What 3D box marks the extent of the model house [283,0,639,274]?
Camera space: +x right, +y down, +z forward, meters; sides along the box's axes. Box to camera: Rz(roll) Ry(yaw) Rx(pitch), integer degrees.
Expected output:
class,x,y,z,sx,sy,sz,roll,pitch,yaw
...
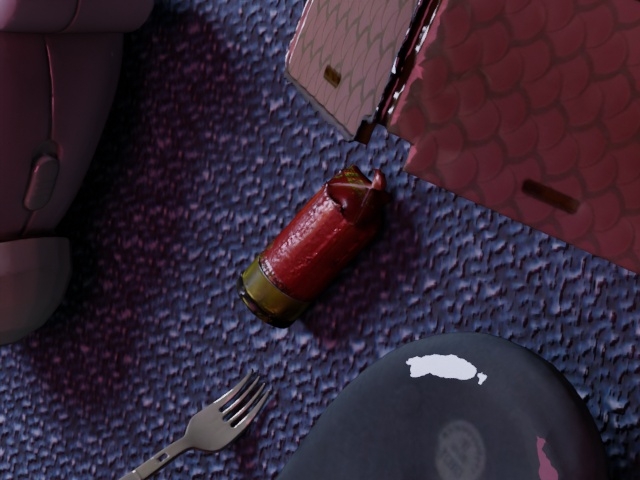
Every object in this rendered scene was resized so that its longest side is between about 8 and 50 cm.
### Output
class,x,y,z,sx,sy,sz,roll,pitch,yaw
model house,0.108,-0.108,0.607,0.326,0.244,0.169,36,110,33

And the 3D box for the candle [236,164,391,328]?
class,x,y,z,sx,sy,sz,roll,pitch,yaw
candle,0.000,0.000,0.796,0.130,0.052,0.052,-48,63,23

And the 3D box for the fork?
class,x,y,z,sx,sy,sz,roll,pitch,yaw
fork,-0.126,0.169,0.835,0.219,0.028,0.034,-36,71,-10

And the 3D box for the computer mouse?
class,x,y,z,sx,sy,sz,roll,pitch,yaw
computer mouse,0.041,0.210,0.711,0.371,0.122,0.188,-48,51,24

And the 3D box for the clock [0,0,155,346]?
class,x,y,z,sx,sy,sz,roll,pitch,yaw
clock,-0.306,-0.112,0.948,0.342,0.184,0.326,37,113,36
